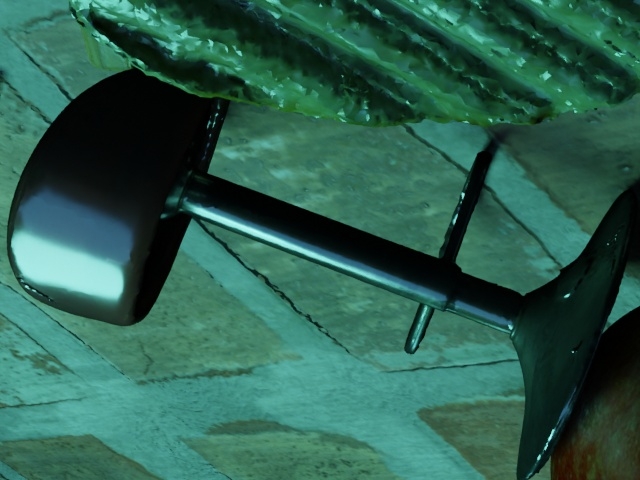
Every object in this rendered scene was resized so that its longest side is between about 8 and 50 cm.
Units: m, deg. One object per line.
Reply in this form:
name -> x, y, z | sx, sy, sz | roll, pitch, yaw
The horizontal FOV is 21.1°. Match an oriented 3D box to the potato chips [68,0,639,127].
potato chips -> 0.049, -0.188, 1.019 | 0.429, 0.070, 0.358 | 25, 137, -16

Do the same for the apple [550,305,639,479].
apple -> 0.330, 0.182, 1.203 | 0.349, 0.348, 0.276 | 11, 106, 17

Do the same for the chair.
chair -> 0.000, 0.000, 1.224 | 0.401, 0.226, 0.226 | 20, 150, 1

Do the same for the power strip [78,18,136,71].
power strip -> -0.146, -0.215, 1.124 | 0.044, 0.064, 0.305 | 11, 148, 11
